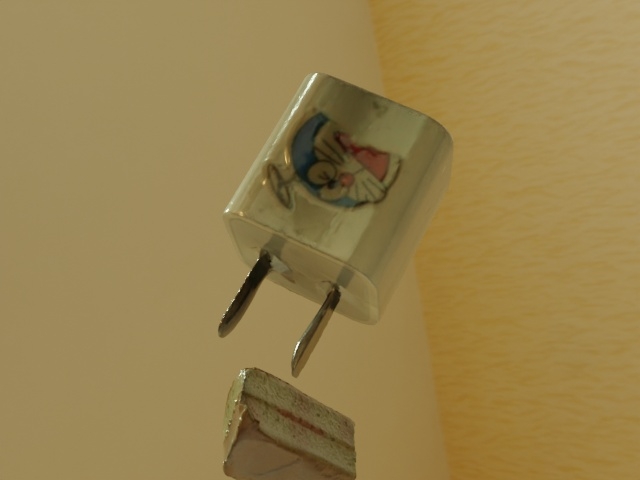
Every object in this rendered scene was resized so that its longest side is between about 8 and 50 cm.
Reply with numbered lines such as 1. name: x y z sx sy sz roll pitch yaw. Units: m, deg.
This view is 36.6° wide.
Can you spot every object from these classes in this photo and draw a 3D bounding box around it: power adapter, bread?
1. power adapter: 0.000 0.000 0.727 0.205 0.130 0.125 -62 -14 -19
2. bread: -0.030 0.106 0.525 0.109 0.062 0.043 41 -143 -46
